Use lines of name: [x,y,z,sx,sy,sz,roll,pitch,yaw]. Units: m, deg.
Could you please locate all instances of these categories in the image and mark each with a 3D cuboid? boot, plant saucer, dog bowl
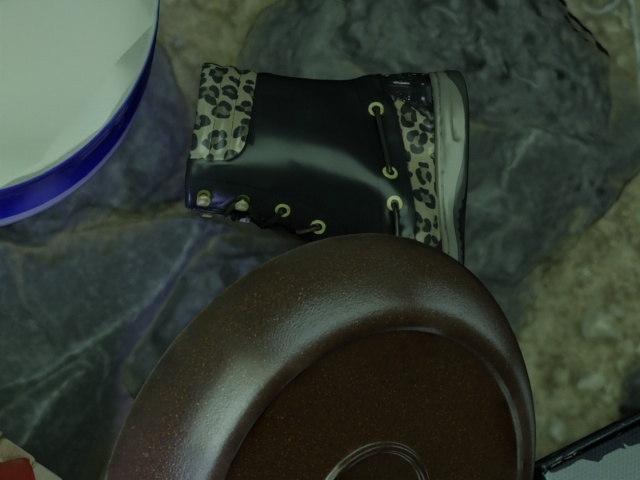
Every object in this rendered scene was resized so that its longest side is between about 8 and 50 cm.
boot: [0.000,-0.001,1.101,0.178,0.085,0.236,6,79,-4]
plant saucer: [0.017,0.151,1.003,0.310,0.050,0.311,-11,110,-34]
dog bowl: [-0.232,-0.142,1.071,0.264,0.104,0.265,2,79,-9]

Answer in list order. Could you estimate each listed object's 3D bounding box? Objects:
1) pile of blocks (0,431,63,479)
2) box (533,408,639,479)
pile of blocks: [-0.260,0.221,0.857,0.362,0.112,0.149,-32,91,-19]
box: [0.260,0.212,1.116,0.183,0.059,0.233,-24,85,-12]
